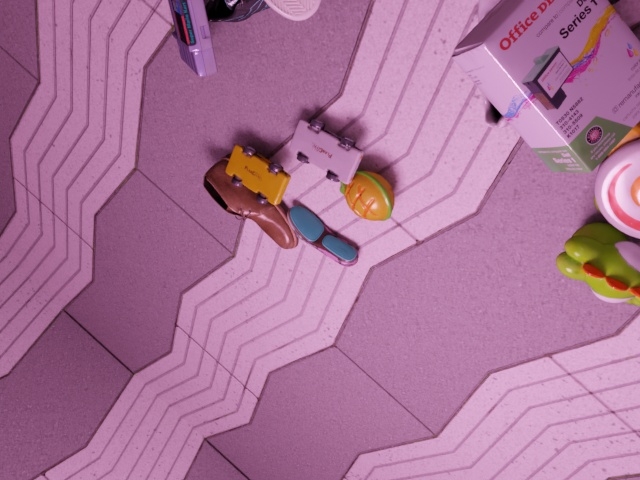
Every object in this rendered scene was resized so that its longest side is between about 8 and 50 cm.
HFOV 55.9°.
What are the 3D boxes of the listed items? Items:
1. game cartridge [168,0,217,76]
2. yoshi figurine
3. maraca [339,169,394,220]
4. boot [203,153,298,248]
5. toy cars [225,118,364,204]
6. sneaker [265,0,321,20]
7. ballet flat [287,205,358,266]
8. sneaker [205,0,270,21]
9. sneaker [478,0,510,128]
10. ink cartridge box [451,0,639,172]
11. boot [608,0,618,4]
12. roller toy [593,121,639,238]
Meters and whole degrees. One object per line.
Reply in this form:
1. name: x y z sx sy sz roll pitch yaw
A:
1. game cartridge: -0.305 -0.550 1.300 0.230 0.068 0.354 -124 22 -57
2. yoshi figurine: 0.625 0.061 1.145 0.362 0.203 0.203 22 172 2
3. maraca: 0.099 -0.109 1.397 0.186 0.099 0.127 30 142 47
4. boot: -0.186 -0.078 1.584 0.305 0.115 0.112 47 142 -2
5. toy cars: -0.058 -0.184 1.448 0.394 0.087 0.176 -13 86 34
6. sneaker: -0.116 -0.581 1.148 0.131 0.148 0.350 -33 107 8
7. ballet flat: 0.000 0.000 1.560 0.222 0.077 0.079 36 153 7
8. sneaker: -0.135 -0.519 1.262 0.268 0.106 0.101 -15 109 38
9. sneaker: 0.328 -0.337 1.060 0.111 0.129 0.297 4 121 36
10. ink cartridge box: 0.386 -0.276 0.973 0.278 0.201 0.117 44 178 -14
11. boot: 0.435 -0.440 0.846 0.091 0.229 0.262 29 132 14
12. roller toy: 0.580 -0.106 1.038 0.191 0.146 0.209 13 126 26
